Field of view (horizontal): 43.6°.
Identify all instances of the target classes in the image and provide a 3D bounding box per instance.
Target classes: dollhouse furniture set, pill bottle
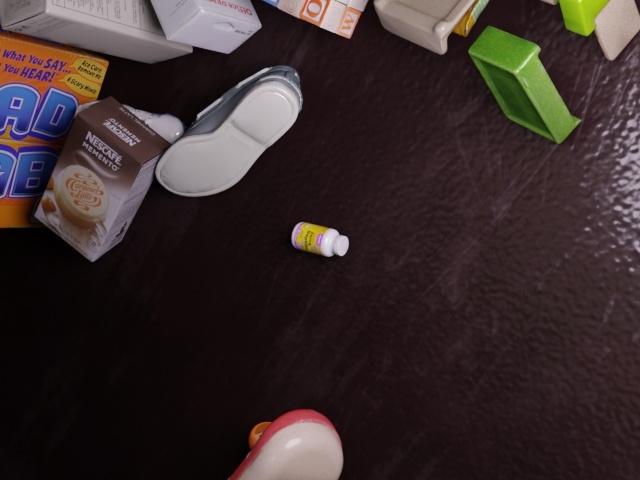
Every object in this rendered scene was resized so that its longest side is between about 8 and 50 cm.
[{"bbox_3d":[0.242,-0.296,1.054,0.197,0.151,0.301,-50,46,1],"label":"dollhouse furniture set"},{"bbox_3d":[0.000,0.000,1.224,0.083,0.043,0.043,13,98,32],"label":"pill bottle"}]

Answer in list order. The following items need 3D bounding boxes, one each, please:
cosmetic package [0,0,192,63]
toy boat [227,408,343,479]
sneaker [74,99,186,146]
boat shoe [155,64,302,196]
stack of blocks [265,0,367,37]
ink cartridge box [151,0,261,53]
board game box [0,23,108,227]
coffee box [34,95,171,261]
[{"bbox_3d":[-0.353,-0.395,1.288,0.113,0.309,0.160,-6,86,32],"label":"cosmetic package"},{"bbox_3d":[-0.071,0.343,1.237,0.231,0.151,0.151,-54,36,21],"label":"toy boat"},{"bbox_3d":[-0.338,-0.198,1.413,0.237,0.086,0.085,15,97,30],"label":"sneaker"},{"bbox_3d":[-0.147,-0.176,1.305,0.319,0.116,0.099,-32,31,36],"label":"boat shoe"},{"bbox_3d":[0.018,-0.474,1.178,0.171,0.087,0.297,32,107,28],"label":"stack of blocks"},{"bbox_3d":[-0.204,-0.416,1.284,0.087,0.153,0.208,-33,73,32],"label":"ink cartridge box"},{"bbox_3d":[-0.687,-0.258,1.474,0.356,0.356,0.356,32,107,28],"label":"board game box"},{"bbox_3d":[-0.380,-0.104,1.384,0.141,0.098,0.246,37,124,3],"label":"coffee box"}]
